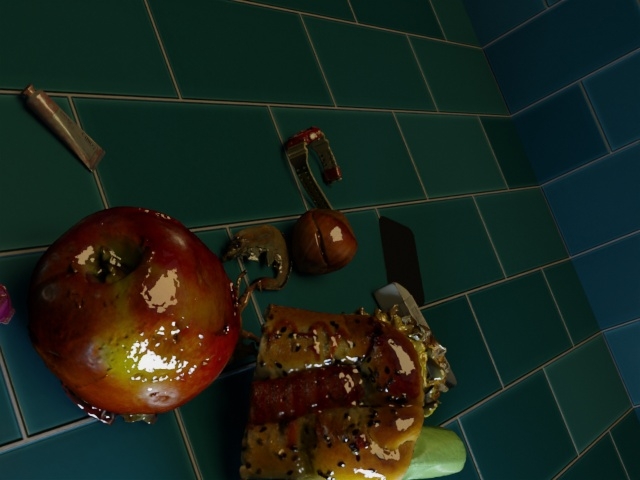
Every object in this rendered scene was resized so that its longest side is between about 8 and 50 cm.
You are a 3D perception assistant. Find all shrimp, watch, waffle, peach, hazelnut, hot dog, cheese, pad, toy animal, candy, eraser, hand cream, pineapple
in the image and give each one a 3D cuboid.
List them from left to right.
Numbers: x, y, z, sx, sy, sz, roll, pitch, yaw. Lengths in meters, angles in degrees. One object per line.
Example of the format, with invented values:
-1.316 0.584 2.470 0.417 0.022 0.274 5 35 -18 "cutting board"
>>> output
-0.591 0.094 1.425 0.145 0.038 0.095 38 41 -22 "cheese"
-0.528 -0.233 1.711 0.210 0.043 0.067 48 38 -29 "hand cream"
-0.330 0.149 1.540 0.417 0.352 0.339 87 15 -53 "peach"
-0.190 0.180 1.844 0.114 0.116 0.255 91 3 -49 "toy animal"
-0.143 0.048 2.010 0.253 0.058 0.173 -29 101 -57 "shrimp"
0.000 0.000 2.132 0.182 0.182 0.182 30 47 -38 "hazelnut"
0.001 -0.183 2.313 0.268 0.102 0.165 60 33 -18 "watch"
0.033 0.329 1.716 0.196 0.365 0.368 75 21 -78 "hot dog"
0.115 0.304 1.856 0.328 0.062 0.330 1 72 -4 "waffle"
0.248 0.061 2.531 0.181 0.004 0.267 22 53 -43 "pad"
0.243 0.315 2.236 0.158 0.161 0.335 -29 95 -53 "pineapple"
0.234 0.532 2.108 0.343 0.131 0.142 13 68 -48 "candy"
0.268 0.276 2.348 0.352 0.089 0.061 61 32 -2 "eraser"
